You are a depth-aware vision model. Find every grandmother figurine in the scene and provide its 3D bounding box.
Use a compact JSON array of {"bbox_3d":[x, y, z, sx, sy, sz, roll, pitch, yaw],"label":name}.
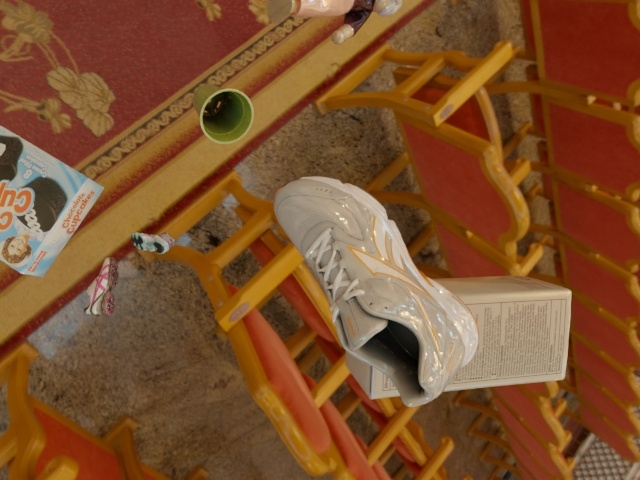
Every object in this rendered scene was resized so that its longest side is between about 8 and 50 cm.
[{"bbox_3d":[0.048,-0.513,0.938,0.342,0.104,0.207,-19,132,-41],"label":"grandmother figurine"}]

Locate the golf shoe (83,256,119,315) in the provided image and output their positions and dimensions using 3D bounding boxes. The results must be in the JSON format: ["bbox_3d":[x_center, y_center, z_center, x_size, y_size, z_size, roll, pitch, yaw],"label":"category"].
[{"bbox_3d":[-0.658,0.134,1.385,0.086,0.186,0.067,-1,152,-4],"label":"golf shoe"}]

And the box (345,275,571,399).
[{"bbox_3d":[0.201,0.135,0.697,0.311,0.121,0.147,1,97,-14],"label":"box"}]

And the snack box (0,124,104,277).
[{"bbox_3d":[-0.562,-0.096,0.799,0.187,0.322,0.060,-59,171,-8],"label":"snack box"}]

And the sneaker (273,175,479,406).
[{"bbox_3d":[0.040,0.042,0.451,0.121,0.262,0.099,-33,165,-53],"label":"sneaker"}]

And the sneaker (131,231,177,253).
[{"bbox_3d":[-0.365,-0.001,1.030,0.069,0.098,0.038,-39,144,-61],"label":"sneaker"}]

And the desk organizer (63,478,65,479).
[{"bbox_3d":[-0.366,0.361,0.576,0.130,0.047,0.050,-49,147,19],"label":"desk organizer"}]

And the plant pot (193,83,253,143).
[{"bbox_3d":[-0.155,-0.199,0.699,0.083,0.079,0.083,-20,132,-24],"label":"plant pot"}]
